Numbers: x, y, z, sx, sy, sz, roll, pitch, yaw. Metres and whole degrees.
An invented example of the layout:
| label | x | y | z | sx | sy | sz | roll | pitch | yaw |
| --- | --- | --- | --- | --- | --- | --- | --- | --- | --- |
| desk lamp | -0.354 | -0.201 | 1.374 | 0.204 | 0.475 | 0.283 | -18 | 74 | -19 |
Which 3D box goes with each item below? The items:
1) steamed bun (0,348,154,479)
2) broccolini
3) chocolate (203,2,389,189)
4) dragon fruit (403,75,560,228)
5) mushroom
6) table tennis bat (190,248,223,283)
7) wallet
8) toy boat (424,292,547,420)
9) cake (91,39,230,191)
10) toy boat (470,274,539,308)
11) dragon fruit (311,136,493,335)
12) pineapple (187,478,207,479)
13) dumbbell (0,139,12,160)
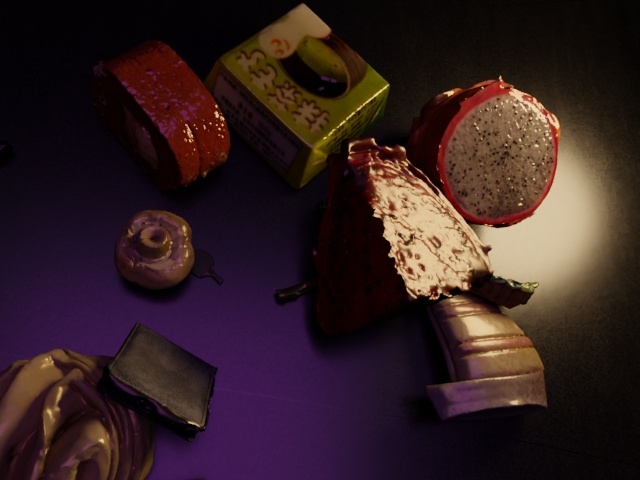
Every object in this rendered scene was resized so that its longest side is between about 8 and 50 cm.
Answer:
| label | x | y | z | sx | sy | sz | roll | pitch | yaw |
| --- | --- | --- | --- | --- | --- | --- | --- | --- | --- |
| steamed bun | -0.391 | 0.291 | 0.841 | 0.290 | 0.203 | 0.275 | 2 | 66 | -12 |
| broccolini | -0.005 | 0.006 | 1.144 | 0.123 | 0.062 | 0.271 | 41 | 66 | 11 |
| chocolate | -0.044 | -0.310 | 1.214 | 0.301 | 0.137 | 0.289 | 44 | 65 | 6 |
| dragon fruit | 0.312 | -0.180 | 1.214 | 0.306 | 0.226 | 0.305 | -4 | 101 | -20 |
| mushroom | -0.291 | 0.016 | 1.032 | 0.148 | 0.112 | 0.147 | 5 | 59 | -8 |
| table tennis bat | -0.214 | 0.051 | 1.094 | 0.083 | 0.007 | 0.050 | 40 | 64 | 6 |
| wallet | -0.244 | 0.210 | 0.908 | 0.167 | 0.222 | 0.036 | 33 | 97 | -12 |
| toy boat | 0.318 | 0.215 | 1.116 | 0.276 | 0.111 | 0.293 | 16 | 55 | -15 |
| cake | -0.300 | -0.235 | 1.096 | 0.151 | 0.177 | 0.283 | -36 | 82 | -24 |
| toy boat | 0.289 | 0.048 | 1.174 | 0.293 | 0.108 | 0.099 | 31 | 94 | 0 |
| dragon fruit | 0.117 | -0.009 | 1.096 | 0.286 | 0.228 | 0.329 | -11 | 70 | -40 |
| pineapple | -0.178 | 0.513 | 0.853 | 0.170 | 0.141 | 0.309 | -5 | 75 | -43 |
| dumbbell | -0.607 | -0.182 | 1.072 | 0.083 | 0.040 | 0.036 | 37 | 33 | 2 |
